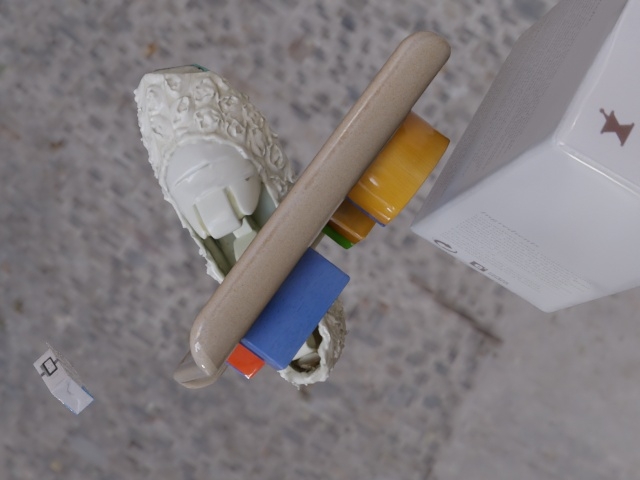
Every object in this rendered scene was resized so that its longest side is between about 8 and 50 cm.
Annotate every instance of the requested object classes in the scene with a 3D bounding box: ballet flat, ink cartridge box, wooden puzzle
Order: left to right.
[{"bbox_3d":[-0.291,0.154,1.838,0.048,0.028,0.083,49,177,-38],"label":"ink cartridge box"},{"bbox_3d":[-0.076,-0.007,1.809,0.147,0.147,0.409,-4,123,45],"label":"ballet flat"},{"bbox_3d":[0.000,0.000,1.400,0.080,0.322,0.348,37,170,1],"label":"wooden puzzle"}]

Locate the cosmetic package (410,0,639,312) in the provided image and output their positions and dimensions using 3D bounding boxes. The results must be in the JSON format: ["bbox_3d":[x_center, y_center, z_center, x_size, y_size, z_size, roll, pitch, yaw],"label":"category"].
[{"bbox_3d":[0.237,-0.093,1.323,0.161,0.230,0.453,31,169,-4],"label":"cosmetic package"}]
